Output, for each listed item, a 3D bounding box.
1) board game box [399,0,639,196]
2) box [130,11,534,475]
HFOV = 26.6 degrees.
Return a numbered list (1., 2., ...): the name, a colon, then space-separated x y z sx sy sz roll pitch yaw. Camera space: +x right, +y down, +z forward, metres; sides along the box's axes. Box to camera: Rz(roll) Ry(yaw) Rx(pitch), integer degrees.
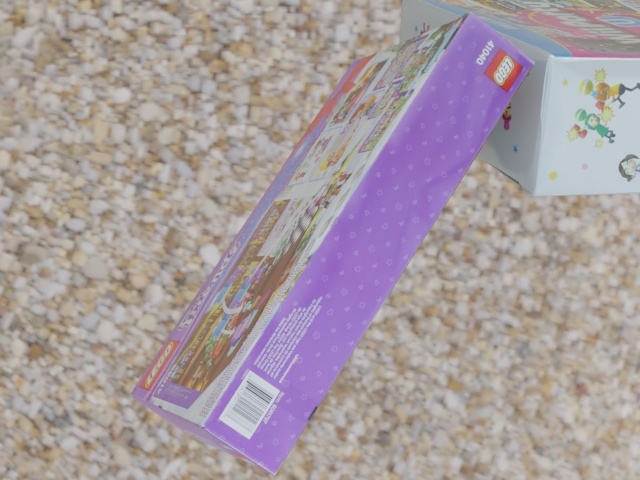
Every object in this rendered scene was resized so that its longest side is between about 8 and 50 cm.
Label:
1. board game box: 0.237 -0.112 0.984 0.303 0.224 0.097 -4 111 -21
2. box: 0.000 0.000 0.865 0.057 0.201 0.293 36 78 -15
